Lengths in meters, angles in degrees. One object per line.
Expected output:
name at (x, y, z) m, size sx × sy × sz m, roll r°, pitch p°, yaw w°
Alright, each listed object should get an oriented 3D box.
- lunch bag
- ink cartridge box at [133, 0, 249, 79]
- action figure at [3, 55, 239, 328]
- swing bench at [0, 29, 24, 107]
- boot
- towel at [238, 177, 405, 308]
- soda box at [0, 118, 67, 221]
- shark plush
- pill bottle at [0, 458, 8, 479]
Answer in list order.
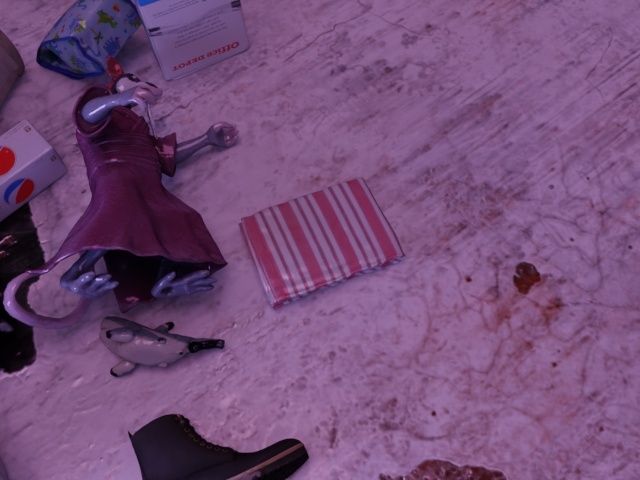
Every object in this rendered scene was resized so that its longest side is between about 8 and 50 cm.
lunch bag at (-0.370, -0.326, 1.182) m, size 0.151 × 0.096 × 0.129 m, roll 8°, pitch 59°, yaw 40°
ink cartridge box at (-0.201, -0.359, 1.129) m, size 0.148 × 0.203 × 0.086 m, roll -24°, pitch 62°, yaw -10°
action figure at (-0.264, -0.081, 1.025) m, size 0.275 × 0.248 × 0.370 m, roll -28°, pitch 61°, yaw 17°
swing bench at (-0.618, -0.226, 1.100) m, size 0.254 × 0.165 × 0.253 m, roll 11°, pitch 63°, yaw 8°
boot at (-0.127, 0.245, 0.891) m, size 0.197 × 0.077 × 0.137 m, roll -23°, pitch 59°, yaw -10°
towel at (0.000, 0.000, 1.036) m, size 0.196 × 0.029 × 0.144 m, roll -20°, pitch 64°, yaw -10°
soda box at (-0.475, -0.072, 1.068) m, size 0.216 × 0.069 × 0.074 m, roll -41°, pitch 69°, yaw -16°
shark plush at (-0.207, 0.121, 0.968) m, size 0.161 × 0.073 × 0.067 m, roll -7°, pitch 31°, yaw 5°
pill bottle at (-0.515, 0.310, 0.817) m, size 0.301 × 0.169 × 0.169 m, roll -36°, pitch 67°, yaw -16°
